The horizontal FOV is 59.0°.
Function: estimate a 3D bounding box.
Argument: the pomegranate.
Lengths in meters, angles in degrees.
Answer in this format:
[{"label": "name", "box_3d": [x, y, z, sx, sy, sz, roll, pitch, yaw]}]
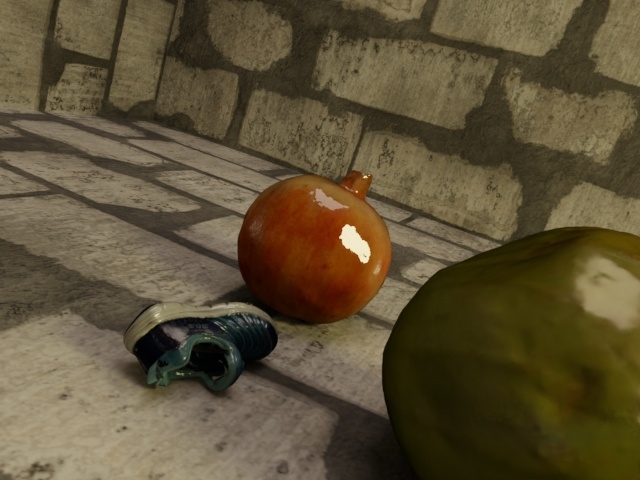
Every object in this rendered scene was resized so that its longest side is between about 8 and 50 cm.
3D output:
[{"label": "pomegranate", "box_3d": [0.000, 0.000, 0.944, 0.252, 0.270, 0.229, 27, 8, 10]}]

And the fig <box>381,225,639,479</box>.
[{"label": "fig", "box_3d": [0.217, 0.154, 0.561, 0.344, 0.343, 0.343, 16, 15, -4]}]

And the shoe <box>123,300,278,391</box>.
[{"label": "shoe", "box_3d": [-0.132, 0.135, 0.689, 0.207, 0.091, 0.106, 7, 39, -48]}]
